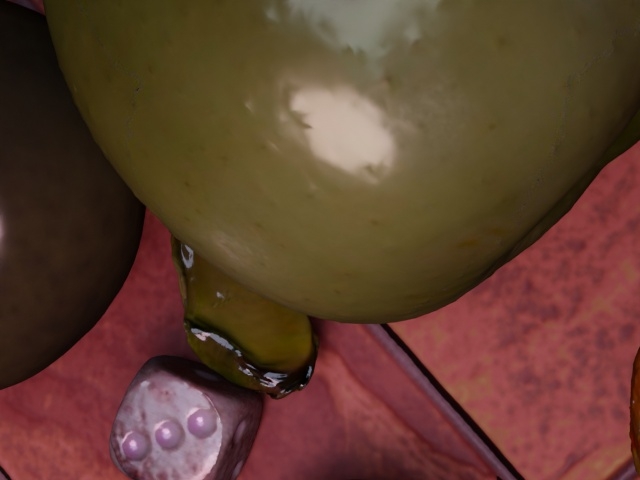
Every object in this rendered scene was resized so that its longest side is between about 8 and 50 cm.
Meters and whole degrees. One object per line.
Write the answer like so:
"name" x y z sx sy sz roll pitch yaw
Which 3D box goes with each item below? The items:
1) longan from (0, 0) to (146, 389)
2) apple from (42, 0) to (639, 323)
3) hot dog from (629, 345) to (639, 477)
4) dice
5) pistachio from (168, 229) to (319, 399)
"longan" -0.276 -0.034 1.408 0.319 0.319 0.318 0 91 14
"apple" 0.033 -0.178 1.253 0.474 0.473 0.473 0 91 14
"hot dog" 0.300 0.146 1.330 0.153 0.150 0.256 -21 107 28
"dice" -0.104 0.146 1.472 0.093 0.094 0.091 23 97 14
"pistachio" -0.068 0.055 1.482 0.090 0.049 0.173 -29 71 -12
